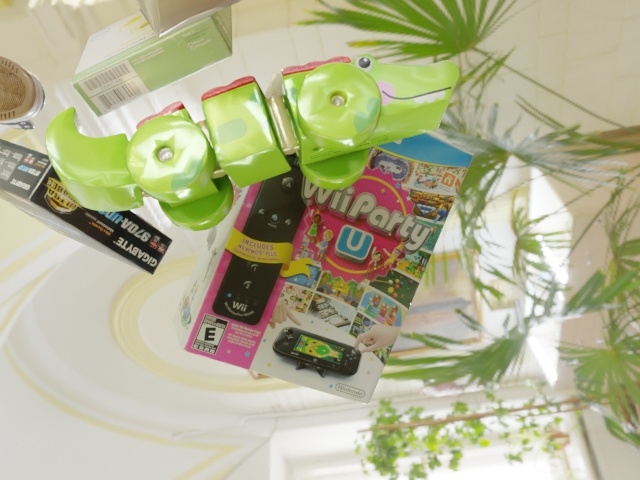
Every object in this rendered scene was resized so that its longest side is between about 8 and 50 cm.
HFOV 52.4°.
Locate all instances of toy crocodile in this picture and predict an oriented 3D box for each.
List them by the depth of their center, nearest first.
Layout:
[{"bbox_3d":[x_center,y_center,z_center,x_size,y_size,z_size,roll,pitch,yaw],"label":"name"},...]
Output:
[{"bbox_3d":[-0.052,-0.091,0.543,0.115,0.340,0.105,77,177,-76],"label":"toy crocodile"}]

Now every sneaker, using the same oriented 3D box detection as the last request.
[{"bbox_3d":[-0.501,-0.235,1.073,0.153,0.282,0.099,9,-87,-57],"label":"sneaker"}]

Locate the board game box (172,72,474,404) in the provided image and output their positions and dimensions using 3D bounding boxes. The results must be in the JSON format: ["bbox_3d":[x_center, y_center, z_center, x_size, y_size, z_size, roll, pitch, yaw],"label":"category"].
[{"bbox_3d":[0.000,0.000,0.717,0.303,0.224,0.097,-68,20,4],"label":"board game box"}]

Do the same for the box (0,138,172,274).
[{"bbox_3d":[-0.297,-0.045,0.731,0.051,0.220,0.175,-62,-38,-13],"label":"box"}]

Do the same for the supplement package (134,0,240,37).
[{"bbox_3d":[-0.133,-0.353,0.520,0.293,0.177,0.175,56,162,10],"label":"supplement package"}]

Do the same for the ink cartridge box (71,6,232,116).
[{"bbox_3d":[-0.186,-0.253,0.763,0.235,0.171,0.056,-99,-17,-47],"label":"ink cartridge box"}]
